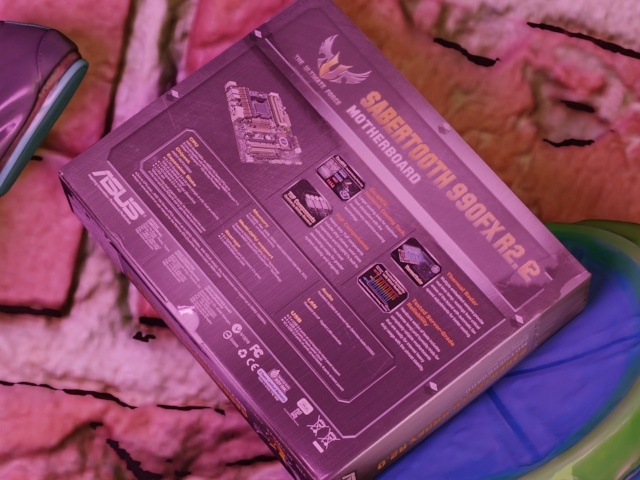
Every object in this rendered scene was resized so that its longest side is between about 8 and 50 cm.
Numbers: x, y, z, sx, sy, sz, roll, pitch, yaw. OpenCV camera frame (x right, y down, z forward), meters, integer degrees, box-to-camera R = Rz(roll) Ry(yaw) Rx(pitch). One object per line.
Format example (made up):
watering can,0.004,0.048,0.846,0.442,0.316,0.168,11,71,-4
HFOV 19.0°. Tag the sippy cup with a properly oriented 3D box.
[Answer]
sippy cup,0.126,0.146,1.102,0.306,0.240,0.224,-26,121,3

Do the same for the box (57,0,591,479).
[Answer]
box,0.000,0.000,1.023,0.183,0.056,0.231,-37,71,-14

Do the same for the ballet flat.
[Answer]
ballet flat,-0.196,-0.027,1.006,0.074,0.074,0.203,26,96,-26
